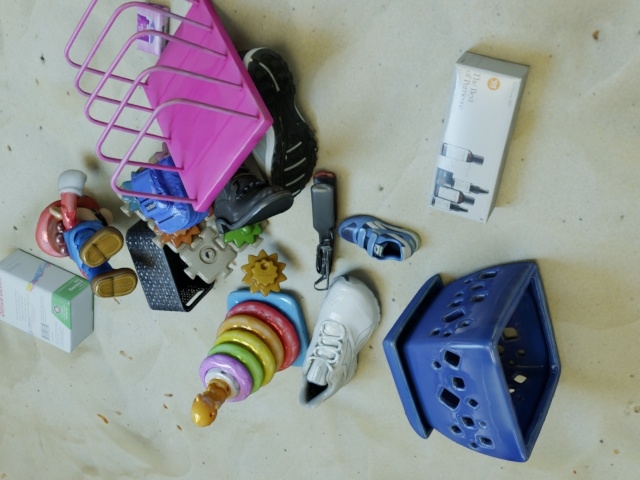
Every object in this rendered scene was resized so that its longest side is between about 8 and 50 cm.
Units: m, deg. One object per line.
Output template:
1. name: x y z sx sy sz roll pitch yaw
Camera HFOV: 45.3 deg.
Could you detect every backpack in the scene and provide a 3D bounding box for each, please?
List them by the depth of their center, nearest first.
1. backpack: -0.254 -0.072 1.286 0.098 0.101 0.120 -20 97 43

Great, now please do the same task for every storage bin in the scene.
1. storage bin: -0.286 0.037 1.474 0.084 0.122 0.180 1 120 26

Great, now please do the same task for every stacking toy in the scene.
1. stacking toy: -0.156 0.237 1.418 0.166 0.302 0.175 1 120 26

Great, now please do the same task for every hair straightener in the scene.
1. hair straightener: 0.000 0.000 1.326 0.047 0.089 0.230 6 123 3

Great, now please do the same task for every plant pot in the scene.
1. plant pot: 0.241 0.187 1.238 0.212 0.236 0.235 -3 118 35

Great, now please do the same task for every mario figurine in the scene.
1. mario figurine: -0.424 -0.015 1.464 0.321 0.170 0.198 31 104 51

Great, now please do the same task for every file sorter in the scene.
1. file sorter: -0.244 -0.225 1.152 0.202 0.182 0.290 -47 55 31

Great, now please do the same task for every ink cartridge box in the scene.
1. ink cartridge box: -0.625 0.135 1.727 0.213 0.093 0.154 20 126 13

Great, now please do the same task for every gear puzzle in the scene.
1. gear puzzle: -0.197 -0.022 1.372 0.339 0.175 0.044 45 168 -5

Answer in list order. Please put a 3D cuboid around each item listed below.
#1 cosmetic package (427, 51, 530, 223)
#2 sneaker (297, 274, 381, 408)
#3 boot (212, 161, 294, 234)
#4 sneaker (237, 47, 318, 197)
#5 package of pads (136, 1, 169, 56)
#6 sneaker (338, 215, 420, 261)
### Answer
1. cosmetic package: 0.230 -0.148 1.137 0.099 0.060 0.238 17 125 16
2. sneaker: 0.029 0.196 1.410 0.111 0.129 0.297 22 126 16
3. boot: -0.155 -0.132 1.253 0.263 0.091 0.228 -14 97 61
4. sneaker: -0.084 -0.189 1.262 0.108 0.100 0.271 20 135 46
5. package of pads: -0.282 -0.354 1.287 0.050 0.032 0.083 20 126 13
6. sneaker: 0.093 -0.002 1.299 0.144 0.059 0.053 13 127 20
